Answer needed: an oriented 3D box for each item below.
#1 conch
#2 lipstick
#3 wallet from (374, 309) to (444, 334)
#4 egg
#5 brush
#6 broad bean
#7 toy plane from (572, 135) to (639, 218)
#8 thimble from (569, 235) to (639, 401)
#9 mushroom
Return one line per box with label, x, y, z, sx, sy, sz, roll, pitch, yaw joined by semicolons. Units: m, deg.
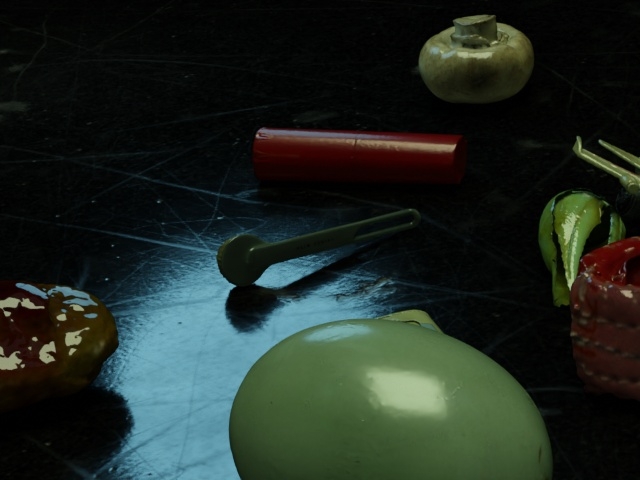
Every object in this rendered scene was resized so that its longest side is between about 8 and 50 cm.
conch;0.287;-0.003;1.736;0.095;0.079;0.200;-27;31;15
lipstick;0.048;-0.108;2.045;0.280;0.073;0.073;3;26;19
wallet;0.085;0.119;1.571;0.110;0.039;0.155;-12;24;-13
egg;0.054;0.166;1.278;0.283;0.203;0.203;9;29;31
brush;0.000;0.000;1.852;0.266;0.062;0.027;-13;19;-26
broad bean;-0.320;0.109;1.606;0.229;0.122;0.156;-17;24;-13
toy plane;0.396;-0.043;1.743;0.242;0.104;0.256;19;29;-19
thimble;0.338;0.075;1.499;0.190;0.125;0.163;3;23;21
mushroom;0.225;-0.264;2.271;0.166;0.127;0.166;-2;19;1
